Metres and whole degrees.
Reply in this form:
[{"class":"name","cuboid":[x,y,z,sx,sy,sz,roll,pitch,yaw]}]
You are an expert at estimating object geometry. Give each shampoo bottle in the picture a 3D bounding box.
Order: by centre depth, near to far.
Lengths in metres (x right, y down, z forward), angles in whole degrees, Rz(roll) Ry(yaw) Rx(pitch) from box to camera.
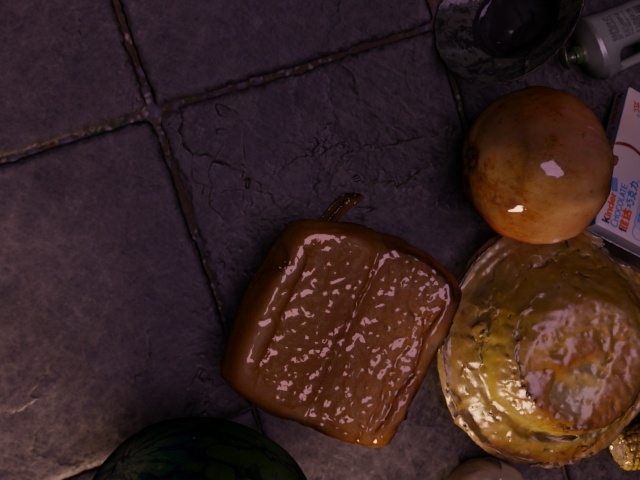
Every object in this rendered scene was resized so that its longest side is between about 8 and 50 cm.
[{"class":"shampoo bottle","cuboid":[0.515,-0.349,1.741,0.234,0.087,0.118,-23,99,-13]}]

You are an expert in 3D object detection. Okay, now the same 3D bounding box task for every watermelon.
[{"class":"watermelon","cuboid":[-0.173,0.424,1.478,0.363,0.363,0.363,-1,94,-16]}]

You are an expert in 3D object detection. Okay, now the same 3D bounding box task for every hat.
[{"class":"hat","cuboid":[0.332,-0.361,1.660,0.128,0.265,0.265,15,90,-53]}]

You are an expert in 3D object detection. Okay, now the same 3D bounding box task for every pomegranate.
[{"class":"pomegranate","cuboid":[0.365,-0.123,1.633,0.270,0.229,0.252,0,53,-20]}]

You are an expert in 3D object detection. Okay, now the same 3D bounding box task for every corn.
[{"class":"corn","cuboid":[0.672,0.347,1.832,0.310,0.101,0.101,-14,98,-9]}]

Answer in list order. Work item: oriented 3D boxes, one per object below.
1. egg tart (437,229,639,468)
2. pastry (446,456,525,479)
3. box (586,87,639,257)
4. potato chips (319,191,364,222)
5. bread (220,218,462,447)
[{"class":"egg tart","cuboid":[0.406,0.179,1.700,0.443,0.178,0.443,-1,94,-17]},{"class":"pastry","cuboid":[0.282,0.448,1.732,0.156,0.092,0.156,-1,95,-13]},{"class":"box","cuboid":[0.600,-0.092,1.767,0.265,0.048,0.273,26,71,-18]},{"class":"potato chips","cuboid":[0.000,0.000,1.652,0.037,0.026,0.204,39,82,-29]},{"class":"bread","cuboid":[0.024,0.134,1.599,0.328,0.148,0.337,21,96,-18]}]
